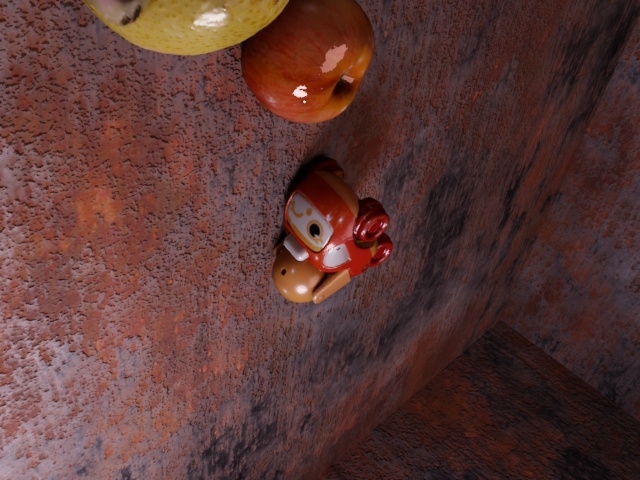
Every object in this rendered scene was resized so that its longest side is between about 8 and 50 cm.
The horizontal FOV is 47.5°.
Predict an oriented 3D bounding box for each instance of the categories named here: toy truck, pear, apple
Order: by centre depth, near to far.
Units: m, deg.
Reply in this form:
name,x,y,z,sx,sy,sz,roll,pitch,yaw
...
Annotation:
name,x,y,z,sx,sy,sz,roll,pitch,yaw
pear,-0.144,-0.319,0.735,0.271,0.271,0.271,-37,150,-27
apple,-0.012,-0.277,1.079,0.209,0.164,0.209,-39,153,-24
toy truck,0.000,0.000,1.422,0.239,0.189,0.265,-37,150,-11
